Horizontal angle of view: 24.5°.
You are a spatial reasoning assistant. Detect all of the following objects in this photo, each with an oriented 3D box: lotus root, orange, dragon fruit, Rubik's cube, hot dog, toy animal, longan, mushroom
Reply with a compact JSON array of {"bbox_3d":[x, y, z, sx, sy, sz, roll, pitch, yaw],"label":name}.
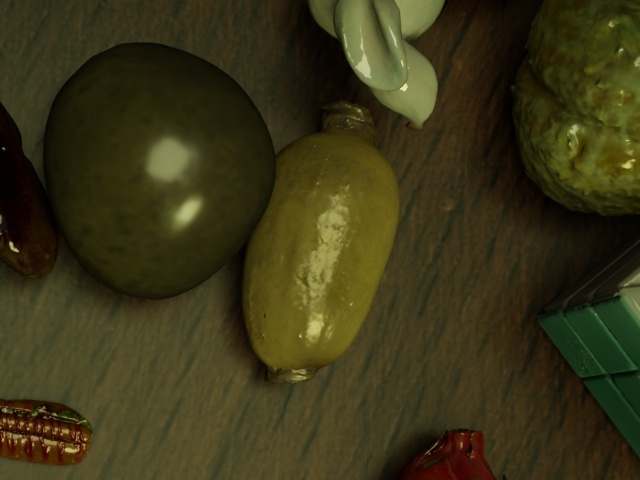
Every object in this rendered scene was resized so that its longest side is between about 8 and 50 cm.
[{"bbox_3d":[-0.002,-0.001,1.500,0.146,0.131,0.303,17,79,-12],"label":"lotus root"},{"bbox_3d":[0.351,-0.199,1.521,0.271,0.210,0.368,40,89,25],"label":"orange"},{"bbox_3d":[0.127,0.273,1.502,0.136,0.133,0.165,18,76,-54],"label":"dragon fruit"},{"bbox_3d":[0.403,0.090,1.537,0.221,0.225,0.231,-37,92,-16],"label":"Rubik's cube"},{"bbox_3d":[-0.296,0.185,1.451,0.144,0.038,0.062,13,80,-11],"label":"hot dog"},{"bbox_3d":[0.109,-0.284,1.531,0.310,0.182,0.247,-32,57,-18],"label":"toy animal"},{"bbox_3d":[-0.163,-0.074,1.437,0.246,0.215,0.246,-11,65,25],"label":"longan"},{"bbox_3d":[-0.386,-0.040,1.428,0.218,0.148,0.227,-23,83,0],"label":"mushroom"}]
